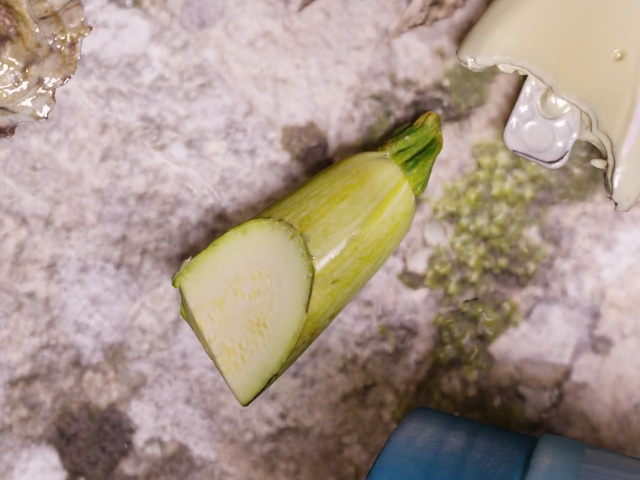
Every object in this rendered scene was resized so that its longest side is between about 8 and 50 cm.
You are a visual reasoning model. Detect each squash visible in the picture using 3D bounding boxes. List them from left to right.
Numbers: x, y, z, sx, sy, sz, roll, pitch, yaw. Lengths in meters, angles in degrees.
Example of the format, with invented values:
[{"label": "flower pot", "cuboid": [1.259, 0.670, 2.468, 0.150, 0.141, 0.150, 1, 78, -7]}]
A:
[{"label": "squash", "cuboid": [-0.002, 0.000, 0.650, 0.200, 0.075, 0.090, -46, 50, 7]}]

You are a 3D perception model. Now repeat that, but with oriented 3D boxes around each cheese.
[{"label": "cheese", "cuboid": [0.163, -0.145, 0.625, 0.127, 0.049, 0.235, 26, 95, 17]}]

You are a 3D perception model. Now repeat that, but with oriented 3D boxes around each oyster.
[{"label": "oyster", "cuboid": [-0.237, -0.132, 0.740, 0.165, 0.053, 0.108, 20, 102, 9]}]

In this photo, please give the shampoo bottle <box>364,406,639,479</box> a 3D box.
[{"label": "shampoo bottle", "cuboid": [0.165, 0.268, 0.453, 0.342, 0.331, 0.331, 13, 90, 15]}]
